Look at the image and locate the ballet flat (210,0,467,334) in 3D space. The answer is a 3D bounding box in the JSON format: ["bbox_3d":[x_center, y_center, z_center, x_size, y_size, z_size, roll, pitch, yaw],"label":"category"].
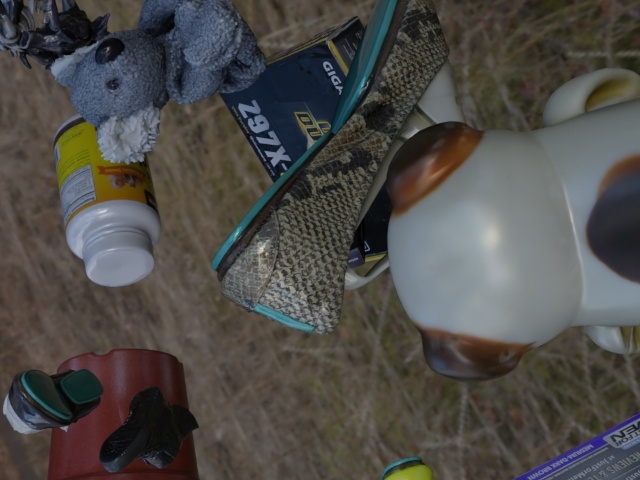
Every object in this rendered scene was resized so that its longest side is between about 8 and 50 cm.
[{"bbox_3d":[0.059,-0.089,1.235,0.182,0.483,0.164,31,146,-3],"label":"ballet flat"}]

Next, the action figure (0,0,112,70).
[{"bbox_3d":[-0.367,-0.284,1.391,0.164,0.275,0.141,-15,81,43],"label":"action figure"}]

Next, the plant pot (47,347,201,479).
[{"bbox_3d":[-0.308,0.322,1.779,0.272,0.272,0.265,109,157,-65],"label":"plant pot"}]

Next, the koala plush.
[{"bbox_3d":[-0.194,-0.204,1.321,0.196,0.221,0.203,52,180,20],"label":"koala plush"}]

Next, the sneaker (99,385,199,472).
[{"bbox_3d":[-0.196,0.235,1.327,0.170,0.051,0.089,-67,-42,-59],"label":"sneaker"}]

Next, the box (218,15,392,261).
[{"bbox_3d":[0.029,-0.124,1.593,0.257,0.079,0.322,-11,115,51],"label":"box"}]

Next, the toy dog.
[{"bbox_3d":[0.260,-0.004,0.978,0.395,0.407,0.285,-53,-50,-67],"label":"toy dog"}]

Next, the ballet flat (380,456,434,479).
[{"bbox_3d":[0.093,0.302,1.245,0.231,0.077,0.077,90,159,-65],"label":"ballet flat"}]

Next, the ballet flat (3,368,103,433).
[{"bbox_3d":[-0.295,0.178,1.223,0.074,0.074,0.203,61,-174,7],"label":"ballet flat"}]

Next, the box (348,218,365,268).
[{"bbox_3d":[0.000,0.000,1.458,0.162,0.116,0.029,-85,-28,-62],"label":"box"}]

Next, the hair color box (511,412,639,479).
[{"bbox_3d":[0.297,0.357,1.119,0.110,0.185,0.339,39,146,56],"label":"hair color box"}]

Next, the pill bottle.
[{"bbox_3d":[-0.265,-0.052,1.425,0.117,0.117,0.215,93,164,-55],"label":"pill bottle"}]
